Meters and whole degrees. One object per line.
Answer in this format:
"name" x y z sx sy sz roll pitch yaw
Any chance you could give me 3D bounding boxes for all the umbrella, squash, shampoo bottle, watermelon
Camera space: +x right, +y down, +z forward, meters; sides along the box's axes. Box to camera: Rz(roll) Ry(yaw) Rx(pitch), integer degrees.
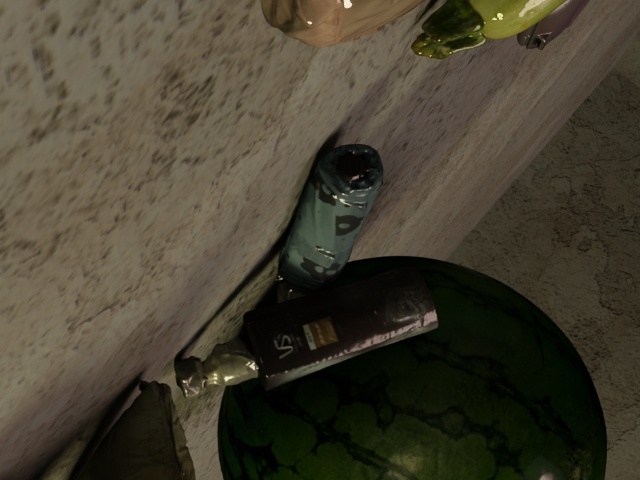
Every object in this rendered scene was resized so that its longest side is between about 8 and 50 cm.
"umbrella" 0.000 -0.002 0.972 0.053 0.052 0.250 -56 175 -26
"squash" 0.147 -0.197 0.823 0.224 0.094 0.094 -43 173 11
"shampoo bottle" -0.014 0.076 0.987 0.208 0.057 0.063 -18 164 -9
"watermelon" 0.080 0.177 1.162 0.363 0.363 0.363 -49 172 -9

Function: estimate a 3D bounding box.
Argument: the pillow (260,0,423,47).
"pillow" 0.069 -0.182 0.462 0.270 0.067 0.173 -53 176 28

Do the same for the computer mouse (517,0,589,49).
"computer mouse" 0.230 -0.258 1.032 0.232 0.057 0.120 -52 172 -8

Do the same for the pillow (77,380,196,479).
"pillow" -0.123 0.260 0.861 0.075 0.302 0.185 12 133 -32
